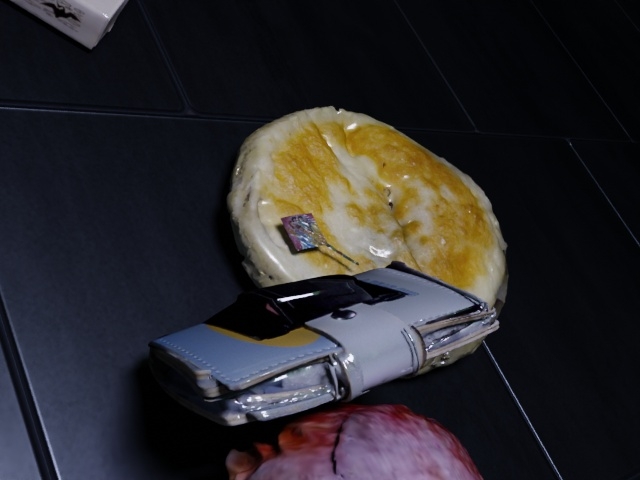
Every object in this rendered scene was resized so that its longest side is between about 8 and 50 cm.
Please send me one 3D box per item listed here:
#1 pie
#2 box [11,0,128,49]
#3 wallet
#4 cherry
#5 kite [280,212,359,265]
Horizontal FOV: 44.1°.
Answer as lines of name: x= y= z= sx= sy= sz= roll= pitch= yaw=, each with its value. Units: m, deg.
pie: x=0.053 y=-0.009 z=0.811 sx=0.339 sy=0.077 sz=0.339 roll=17 pitch=49 yaw=-21
box: x=-0.269 y=-0.365 z=0.863 sx=0.204 sy=0.051 sz=0.365 roll=31 pitch=41 yaw=-17
wallet: x=0.000 y=0.066 z=0.583 sx=0.231 sy=0.170 sz=0.069 roll=-17 pitch=103 yaw=-27
cherry: x=0.042 y=0.225 z=0.517 sx=0.192 sy=0.175 sz=0.250 roll=22 pitch=41 yaw=-58
kite: x=-0.003 y=0.003 z=0.710 sx=0.078 sy=0.002 sz=0.044 roll=47 pitch=47 yaw=7
